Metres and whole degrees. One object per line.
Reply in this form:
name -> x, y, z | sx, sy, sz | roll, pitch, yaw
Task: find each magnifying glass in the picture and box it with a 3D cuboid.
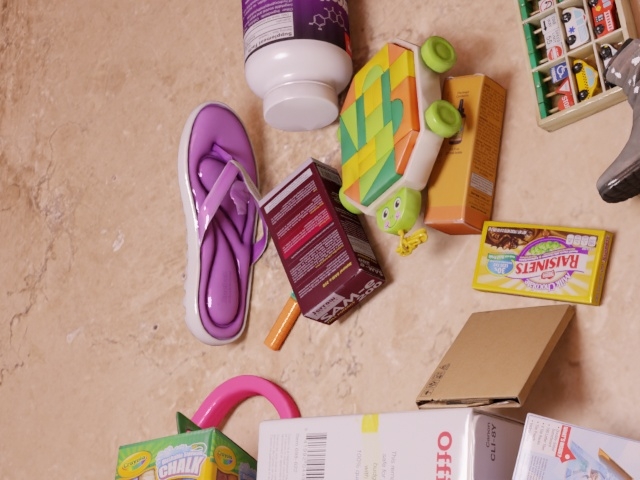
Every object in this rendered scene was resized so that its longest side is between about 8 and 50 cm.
magnifying glass -> -0.027, 0.077, 2.137 | 0.092, 0.026, 0.231 | 36, 102, 43

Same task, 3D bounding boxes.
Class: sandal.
sandal -> -0.147, -0.031, 2.195 | 0.102, 0.169, 0.416 | -6, 84, 44

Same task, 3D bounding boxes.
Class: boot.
boot -> 0.435, -0.179, 1.755 | 0.246, 0.083, 0.161 | -45, 60, 11

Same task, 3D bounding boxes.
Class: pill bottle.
pill bottle -> -0.041, -0.354, 2.190 | 0.181, 0.181, 0.323 | -21, 63, 36

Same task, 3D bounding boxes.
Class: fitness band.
fitness band -> -0.151, 0.356, 2.107 | 0.209, 0.054, 0.291 | 35, 91, 42

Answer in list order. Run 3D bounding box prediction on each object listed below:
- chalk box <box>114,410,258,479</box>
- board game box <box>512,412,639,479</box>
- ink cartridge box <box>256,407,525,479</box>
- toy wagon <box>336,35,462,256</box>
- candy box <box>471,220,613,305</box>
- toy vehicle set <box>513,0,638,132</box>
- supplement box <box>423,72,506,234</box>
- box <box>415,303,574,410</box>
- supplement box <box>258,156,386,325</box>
chalk box -> -0.191, 0.397, 1.941 | 0.179, 0.180, 0.289 | -14, 53, 26
board game box -> 0.370, 0.400, 1.567 | 0.318, 0.066, 0.318 | 12, 84, 23
ink cartridge box -> 0.097, 0.389, 1.821 | 0.385, 0.160, 0.279 | -9, 71, 40
toy wagon -> 0.112, -0.141, 1.983 | 0.267, 0.068, 0.344 | -42, 41, 48
candy box -> 0.311, 0.030, 1.845 | 0.206, 0.027, 0.105 | 5, 83, 43
toy vehicle set -> 0.373, -0.307, 1.899 | 0.166, 0.035, 0.266 | -24, 61, 34
supplement box -> 0.219, -0.128, 1.950 | 0.078, 0.080, 0.233 | -1, 77, 42
box -> 0.240, 0.159, 1.782 | 0.164, 0.021, 0.201 | -8, 29, 39
supplement box -> 0.000, 0.000, 2.076 | 0.130, 0.073, 0.239 | -39, 52, 24
